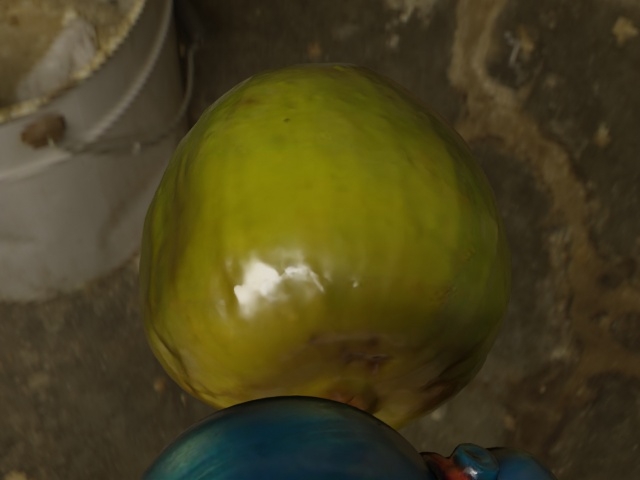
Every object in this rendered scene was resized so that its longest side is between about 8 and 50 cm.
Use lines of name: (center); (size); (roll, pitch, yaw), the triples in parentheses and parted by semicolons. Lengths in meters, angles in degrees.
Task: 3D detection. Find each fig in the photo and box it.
fig: (0.001, -0.002, 1.493); (0.343, 0.343, 0.343); (1, 70, -2)

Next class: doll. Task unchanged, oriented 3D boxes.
doll: (0.016, 0.192, 1.020); (0.322, 0.198, 0.186); (6, 31, -29)
